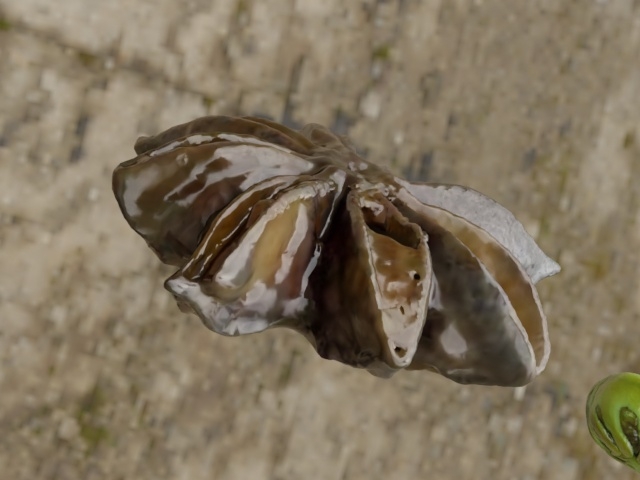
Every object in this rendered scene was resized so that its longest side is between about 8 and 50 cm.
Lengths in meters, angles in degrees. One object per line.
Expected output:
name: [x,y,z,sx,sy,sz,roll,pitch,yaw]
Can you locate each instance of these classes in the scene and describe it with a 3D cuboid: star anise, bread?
star anise: [0.009,-0.001,1.190,0.315,0.315,0.108,-10,121,-62]
bread: [0.277,0.160,1.588,0.071,0.130,0.139,-63,-163,-5]
